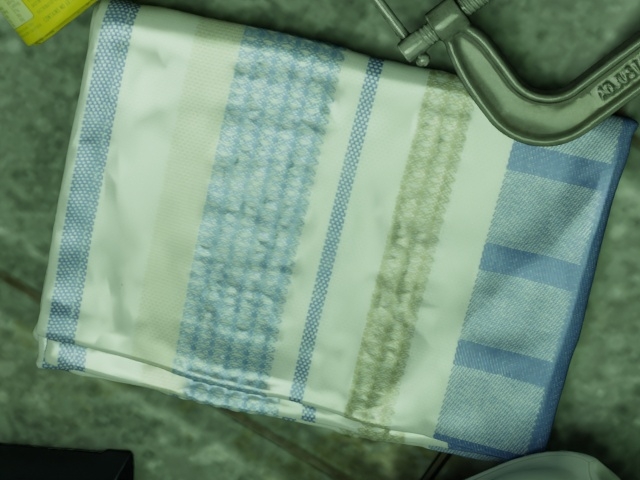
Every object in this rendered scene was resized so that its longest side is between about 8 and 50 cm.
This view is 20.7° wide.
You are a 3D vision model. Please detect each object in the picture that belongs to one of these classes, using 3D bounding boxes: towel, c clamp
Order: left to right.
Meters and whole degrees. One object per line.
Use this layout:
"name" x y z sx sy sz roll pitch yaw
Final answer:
"towel" 0.000 0.000 0.906 0.285 0.034 0.209 13 110 2
"c clamp" 0.111 -0.120 0.837 0.161 0.022 0.137 -31 97 9

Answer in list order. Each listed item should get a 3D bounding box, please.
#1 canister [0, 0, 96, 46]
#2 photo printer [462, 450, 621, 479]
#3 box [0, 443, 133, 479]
"canister" -0.147 -0.193 0.833 0.126 0.073 0.170 -34 104 19
"photo printer" 0.070 0.261 0.929 0.307 0.107 0.256 -25 114 7
"box" -0.189 0.200 0.977 0.156 0.093 0.158 3 110 7
